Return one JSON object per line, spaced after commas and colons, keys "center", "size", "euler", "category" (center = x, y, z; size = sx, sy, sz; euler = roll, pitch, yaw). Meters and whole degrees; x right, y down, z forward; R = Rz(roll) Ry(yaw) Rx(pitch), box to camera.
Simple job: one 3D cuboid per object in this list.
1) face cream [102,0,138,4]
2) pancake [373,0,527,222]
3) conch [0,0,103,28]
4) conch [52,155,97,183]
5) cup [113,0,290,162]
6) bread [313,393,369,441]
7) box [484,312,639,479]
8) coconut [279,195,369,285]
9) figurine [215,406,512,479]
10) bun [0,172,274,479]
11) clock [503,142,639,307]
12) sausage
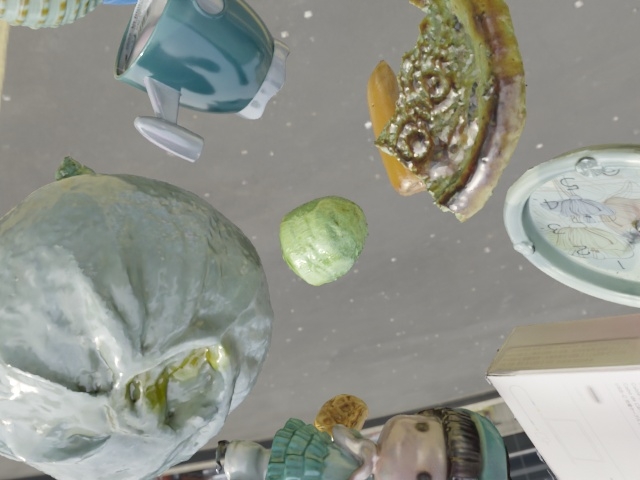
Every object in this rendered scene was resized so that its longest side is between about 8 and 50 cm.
{"center": [-0.378, -0.557, 1.419], "size": [0.264, 0.083, 0.149], "euler": [-12, 145, -23], "category": "face cream"}
{"center": [0.235, -0.261, 1.249], "size": [0.067, 0.305, 0.427], "euler": [-16, 128, -44], "category": "pancake"}
{"center": [-0.225, -0.214, 0.516], "size": [0.153, 0.102, 0.135], "euler": [16, 139, -27], "category": "conch"}
{"center": [-0.529, -0.095, 1.566], "size": [0.176, 0.122, 0.188], "euler": [-11, 144, 21], "category": "conch"}
{"center": [-0.135, -0.230, 0.836], "size": [0.173, 0.300, 0.167], "euler": [23, 152, -30], "category": "cup"}
{"center": [0.034, 0.309, 1.182], "size": [0.083, 0.111, 0.044], "euler": [9, 125, 24], "category": "bread"}
{"center": [0.351, 0.194, 0.800], "size": [0.106, 0.203, 0.251], "euler": [-44, -165, -34], "category": "box"}
{"center": [0.000, 0.000, 0.677], "size": [0.096, 0.088, 0.088], "euler": [-26, 152, 34], "category": "coconut"}
{"center": [0.038, 0.208, 0.562], "size": [0.245, 0.138, 0.110], "euler": [-6, 145, 11], "category": "figurine"}
{"center": [-0.204, 0.107, 0.733], "size": [0.362, 0.211, 0.362], "euler": [-15, 123, -25], "category": "bun"}
{"center": [0.284, -0.016, 0.613], "size": [0.236, 0.053, 0.236], "euler": [19, 155, 9], "category": "clock"}
{"center": [0.188, -0.289, 1.750], "size": [0.116, 0.354, 0.134], "euler": [-21, 166, 13], "category": "sausage"}
